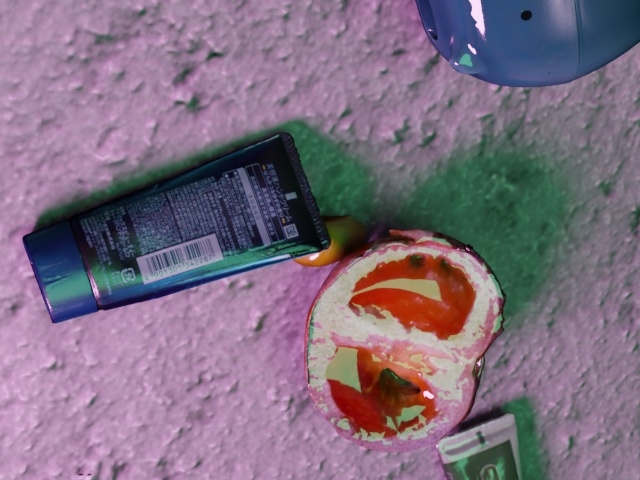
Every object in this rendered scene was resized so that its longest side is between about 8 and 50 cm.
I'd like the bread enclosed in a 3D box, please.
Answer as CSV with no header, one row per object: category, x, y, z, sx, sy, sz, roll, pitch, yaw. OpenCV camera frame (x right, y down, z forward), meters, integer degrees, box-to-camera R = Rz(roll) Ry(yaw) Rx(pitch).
bread,0.000,0.000,1.311,0.062,0.103,0.049,7,97,19

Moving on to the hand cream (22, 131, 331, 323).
hand cream,-0.132,-0.007,1.227,0.270,0.061,0.120,-19,81,-12

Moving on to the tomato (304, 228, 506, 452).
tomato,0.068,0.087,1.332,0.199,0.112,0.228,19,100,-19

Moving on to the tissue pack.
tissue pack,0.166,-0.282,1.181,0.206,0.198,0.288,-21,118,-13

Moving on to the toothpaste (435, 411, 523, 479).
toothpaste,0.211,0.376,1.534,0.098,0.061,0.392,-20,113,-15
